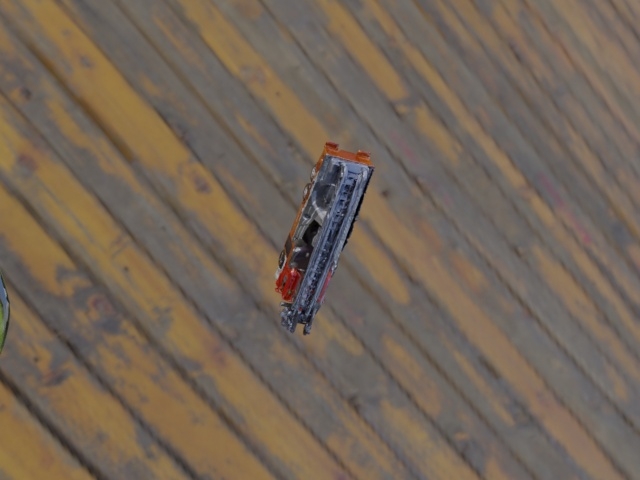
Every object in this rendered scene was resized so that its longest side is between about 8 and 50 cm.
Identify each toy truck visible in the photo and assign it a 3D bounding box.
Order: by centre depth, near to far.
[{"bbox_3d":[0.000,0.000,0.525,0.024,0.083,0.032,13,28,-19],"label":"toy truck"}]

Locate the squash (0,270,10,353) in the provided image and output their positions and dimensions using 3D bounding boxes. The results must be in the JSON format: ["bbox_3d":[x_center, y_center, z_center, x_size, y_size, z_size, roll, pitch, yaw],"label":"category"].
[{"bbox_3d":[-0.345,0.061,0.857,0.252,0.252,0.049,21,19,-38],"label":"squash"}]
